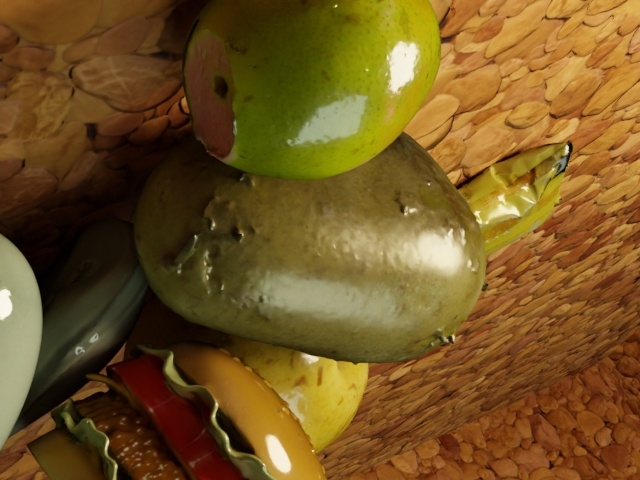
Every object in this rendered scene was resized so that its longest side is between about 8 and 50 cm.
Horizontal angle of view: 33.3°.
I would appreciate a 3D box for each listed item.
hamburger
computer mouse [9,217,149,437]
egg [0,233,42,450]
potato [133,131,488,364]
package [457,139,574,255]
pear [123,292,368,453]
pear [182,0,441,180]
[{"bbox_3d":[-0.115,0.215,0.984,0.212,0.274,0.274,-37,161,-17],"label":"hamburger"},{"bbox_3d":[-0.267,0.111,1.047,0.331,0.095,0.197,-43,-162,33],"label":"computer mouse"},{"bbox_3d":[-0.370,0.130,0.875,0.371,0.230,0.230,-44,155,20],"label":"egg"},{"bbox_3d":[-0.012,-0.013,1.018,0.359,0.270,0.219,11,123,-36],"label":"potato"},{"bbox_3d":[0.249,-0.048,1.486,0.226,0.090,0.168,-31,156,-7],"label":"package"},{"bbox_3d":[-0.087,0.138,1.231,0.281,0.281,0.281,-26,158,-11],"label":"pear"},{"bbox_3d":[0.005,-0.140,0.842,0.220,0.187,0.187,-17,155,-24],"label":"pear"}]
